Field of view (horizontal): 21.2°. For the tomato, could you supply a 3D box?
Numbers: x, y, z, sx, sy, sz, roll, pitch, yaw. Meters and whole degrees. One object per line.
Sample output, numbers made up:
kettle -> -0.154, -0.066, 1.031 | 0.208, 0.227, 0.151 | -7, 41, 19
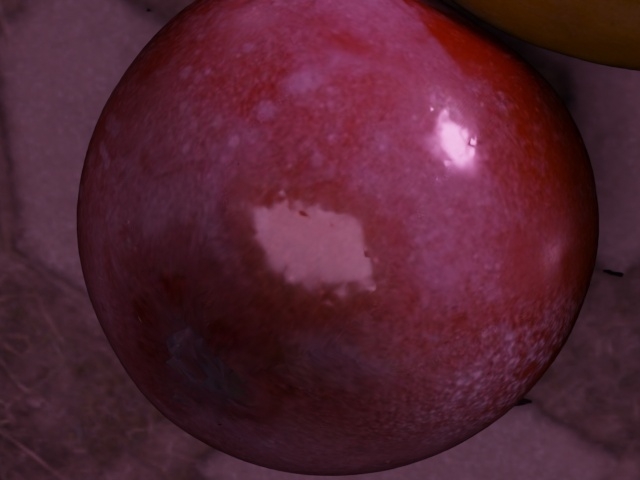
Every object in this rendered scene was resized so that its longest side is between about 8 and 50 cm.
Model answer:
tomato -> 0.000, 0.000, 0.880 | 0.270, 0.227, 0.270 | 18, 133, 20

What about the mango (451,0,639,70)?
mango -> 0.147, -0.155, 0.858 | 0.251, 0.156, 0.114 | 27, 135, -6
